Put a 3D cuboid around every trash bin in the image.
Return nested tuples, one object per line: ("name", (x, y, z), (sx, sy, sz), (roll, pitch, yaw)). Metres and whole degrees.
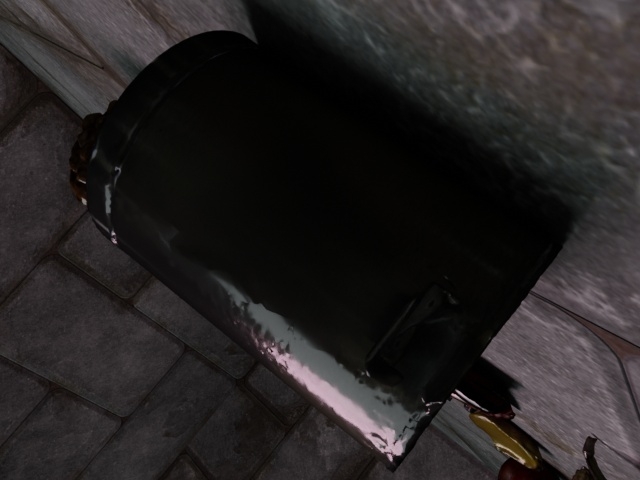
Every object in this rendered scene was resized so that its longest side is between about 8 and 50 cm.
("trash bin", (0.000, 0.000, 0.516), (0.301, 0.203, 0.252), (36, -172, 18))

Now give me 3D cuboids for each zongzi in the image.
("zongzi", (0.469, 0.440, 1.200), (0.083, 0.067, 0.073), (25, 170, -22))

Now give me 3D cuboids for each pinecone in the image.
("pinecone", (-0.275, -0.101, 1.072), (0.224, 0.224, 0.272), (38, 169, 14))

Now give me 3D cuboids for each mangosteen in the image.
("mangosteen", (0.447, 0.565, 1.492), (0.146, 0.181, 0.156), (60, 174, 2))

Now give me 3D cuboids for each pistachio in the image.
("pistachio", (0.382, 0.398, 1.357), (0.173, 0.049, 0.090), (39, 149, 14))

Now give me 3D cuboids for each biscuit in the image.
("biscuit", (0.244, 0.237, 1.091), (0.151, 0.063, 0.235), (36, 173, 27))

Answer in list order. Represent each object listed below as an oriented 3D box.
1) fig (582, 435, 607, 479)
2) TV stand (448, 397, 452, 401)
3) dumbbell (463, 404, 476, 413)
("fig", (0.393, 0.369, 0.820), (0.202, 0.149, 0.148), (13, 116, 43))
("TV stand", (0.206, 0.278, 1.532), (0.249, 0.036, 0.042), (36, 169, 23))
("dumbbell", (0.295, 0.325, 1.397), (0.083, 0.036, 0.040), (33, 168, 38))
